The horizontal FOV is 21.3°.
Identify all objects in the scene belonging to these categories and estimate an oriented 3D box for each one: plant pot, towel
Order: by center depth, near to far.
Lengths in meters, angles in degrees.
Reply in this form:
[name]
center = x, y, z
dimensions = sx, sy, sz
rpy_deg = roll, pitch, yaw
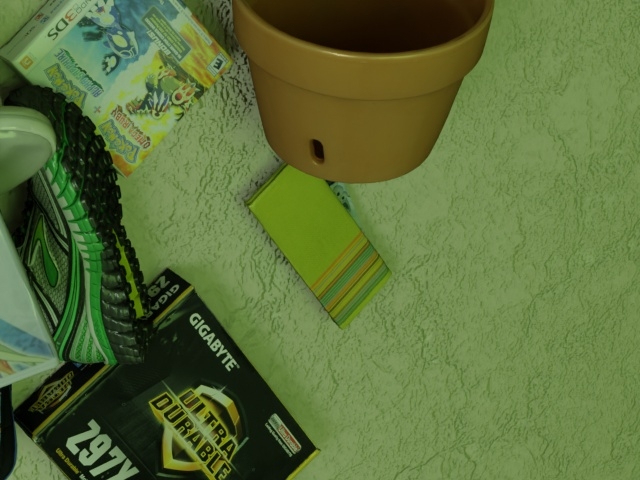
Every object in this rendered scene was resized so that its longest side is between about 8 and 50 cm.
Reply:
[plant pot]
center = 0.040, -0.203, 1.927
dimensions = 0.291, 0.291, 0.203
rpy_deg = -19, 135, -27
[towel]
center = 0.000, 0.000, 2.097
dimensions = 0.102, 0.021, 0.237
rpy_deg = -48, 127, -15

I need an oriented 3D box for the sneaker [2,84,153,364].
[sneaker]
center = -0.289, -0.004, 1.841
dimensions = 0.146, 0.134, 0.343
rpy_deg = -7, 117, 7

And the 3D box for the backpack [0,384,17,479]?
[backpack]
center = -0.404, 0.196, 1.813
dimensions = 0.158, 0.173, 0.117
rpy_deg = 14, 142, -40

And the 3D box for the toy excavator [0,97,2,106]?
[toy excavator]
center = -0.547, -0.179, 1.593
dimensions = 0.433, 0.222, 0.445
rpy_deg = -31, 137, -22

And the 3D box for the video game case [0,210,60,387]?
[video game case]
center = -0.448, 0.045, 1.588
dimensions = 0.329, 0.036, 0.300
rpy_deg = -21, 115, -6

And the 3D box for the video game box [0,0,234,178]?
[video game box]
center = -0.221, -0.201, 1.876
dimensions = 0.187, 0.048, 0.205
rpy_deg = -48, 127, -6

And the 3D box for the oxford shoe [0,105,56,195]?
[oxford shoe]
center = -0.455, 0.005, 1.661
dimensions = 0.449, 0.130, 0.169
rpy_deg = -25, 155, -2

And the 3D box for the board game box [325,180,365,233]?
[board game box]
center = 0.003, -0.021, 2.115
dimensions = 0.090, 0.020, 0.090
rpy_deg = -35, 124, -18

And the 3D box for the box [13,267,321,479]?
[box]
center = -0.179, 0.233, 2.057
dimensions = 0.257, 0.079, 0.322
rpy_deg = -42, 126, -11
